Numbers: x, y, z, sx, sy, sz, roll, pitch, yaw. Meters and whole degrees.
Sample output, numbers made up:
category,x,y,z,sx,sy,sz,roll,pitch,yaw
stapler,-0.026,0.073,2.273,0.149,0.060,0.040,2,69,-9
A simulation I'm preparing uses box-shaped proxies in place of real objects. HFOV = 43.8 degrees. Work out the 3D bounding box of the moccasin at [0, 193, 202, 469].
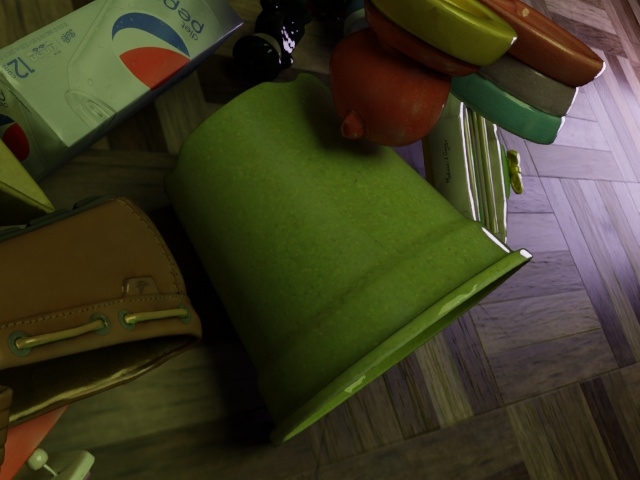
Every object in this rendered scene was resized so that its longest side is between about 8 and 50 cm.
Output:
category,x,y,z,sx,sy,sz,roll,pitch,yaw
moccasin,-0.207,0.095,0.409,0.147,0.139,0.380,52,31,6

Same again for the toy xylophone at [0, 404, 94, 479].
category,x,y,z,sx,sy,sz,roll,pitch,yaw
toy xylophone,-0.302,0.108,0.461,0.323,0.081,0.236,40,44,-20

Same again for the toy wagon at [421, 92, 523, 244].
category,x,y,z,sx,sy,sz,roll,pitch,yaw
toy wagon,0.209,-0.088,1.048,0.344,0.068,0.267,-7,91,-68

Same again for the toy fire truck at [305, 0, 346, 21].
category,x,y,z,sx,sy,sz,roll,pitch,yaw
toy fire truck,-0.005,-0.367,1.075,0.192,0.047,0.135,-12,75,-47

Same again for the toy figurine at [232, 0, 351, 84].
category,x,y,z,sx,sy,sz,roll,pitch,yaw
toy figurine,0.032,-0.220,0.900,0.213,0.210,0.148,43,49,-17

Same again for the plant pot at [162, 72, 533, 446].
category,x,y,z,sx,sy,sz,roll,pitch,yaw
plant pot,0.000,0.000,0.720,0.276,0.276,0.254,-22,71,-49

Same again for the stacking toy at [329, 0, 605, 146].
category,x,y,z,sx,sy,sz,roll,pitch,yaw
stacking toy,0.087,-0.186,0.732,0.309,0.130,0.279,0,40,-47

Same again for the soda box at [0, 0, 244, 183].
category,x,y,z,sx,sy,sz,roll,pitch,yaw
soda box,-0.191,-0.160,0.725,0.091,0.098,0.286,49,41,-11

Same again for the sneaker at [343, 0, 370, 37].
category,x,y,z,sx,sy,sz,roll,pitch,yaw
sneaker,0.138,-0.349,1.089,0.316,0.128,0.182,3,80,-55

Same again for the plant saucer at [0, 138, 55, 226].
category,x,y,z,sx,sy,sz,roll,pitch,yaw
plant saucer,-0.328,-0.140,0.449,0.332,0.081,0.333,49,-5,8
